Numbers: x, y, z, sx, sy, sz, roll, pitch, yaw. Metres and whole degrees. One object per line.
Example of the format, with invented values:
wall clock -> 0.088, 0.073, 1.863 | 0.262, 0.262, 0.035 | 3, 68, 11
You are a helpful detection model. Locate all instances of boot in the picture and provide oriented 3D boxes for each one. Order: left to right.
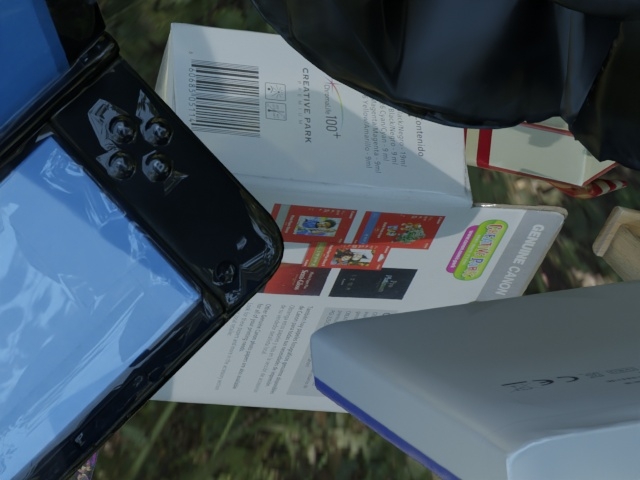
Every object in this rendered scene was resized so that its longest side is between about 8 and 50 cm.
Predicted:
boot -> 0.077, -0.232, 0.760 | 0.367, 0.445, 0.146 | 7, 145, 25

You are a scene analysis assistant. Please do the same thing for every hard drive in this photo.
hard drive -> 0.133, 0.065, 0.825 | 0.210, 0.319, 0.040 | -7, 97, -12

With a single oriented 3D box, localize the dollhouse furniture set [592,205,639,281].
dollhouse furniture set -> 0.334, -0.041, 1.336 | 0.212, 0.161, 0.242 | 11, 117, -33

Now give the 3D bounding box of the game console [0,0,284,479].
game console -> -0.177, 0.005, 0.935 | 0.293, 0.173, 0.250 | -45, 96, -15

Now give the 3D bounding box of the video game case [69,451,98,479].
video game case -> -0.283, 0.200, 1.469 | 0.210, 0.042, 0.232 | 24, 77, -42

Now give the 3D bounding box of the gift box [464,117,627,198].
gift box -> 0.198, -0.184, 1.606 | 0.255, 0.276, 0.258 | 17, 112, 32

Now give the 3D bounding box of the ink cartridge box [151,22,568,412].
ink cartridge box -> 0.000, 0.000, 1.314 | 0.272, 0.130, 0.309 | 6, 147, -12
